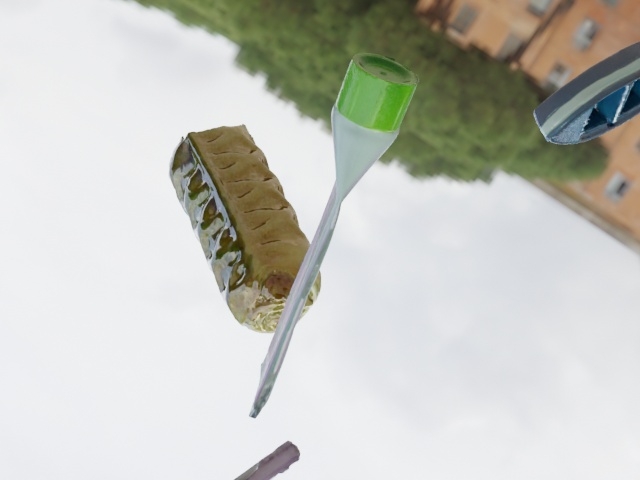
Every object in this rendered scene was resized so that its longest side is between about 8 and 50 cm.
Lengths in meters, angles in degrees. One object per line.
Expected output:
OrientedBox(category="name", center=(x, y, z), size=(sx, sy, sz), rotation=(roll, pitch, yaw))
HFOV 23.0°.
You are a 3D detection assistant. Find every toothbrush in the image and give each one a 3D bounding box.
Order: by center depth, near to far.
OrientedBox(category="toothbrush", center=(-0.157, 0.261, 1.169), size=(0.029, 0.354, 0.024), rotation=(54, 166, 6))

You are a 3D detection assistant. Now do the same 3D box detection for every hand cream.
OrientedBox(category="hand cream", center=(-0.001, 0.000, 1.124), size=(0.050, 0.275, 0.079), rotation=(31, -154, 21))

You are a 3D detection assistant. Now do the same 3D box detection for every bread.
OrientedBox(category="bread", center=(-0.074, -0.012, 1.549), size=(0.098, 0.087, 0.269), rotation=(-14, -138, -13))

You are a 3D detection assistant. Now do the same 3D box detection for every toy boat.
OrientedBox(category="toy boat", center=(0.399, -0.205, 2.172), size=(0.299, 0.096, 0.062), rotation=(-28, -117, -33))
